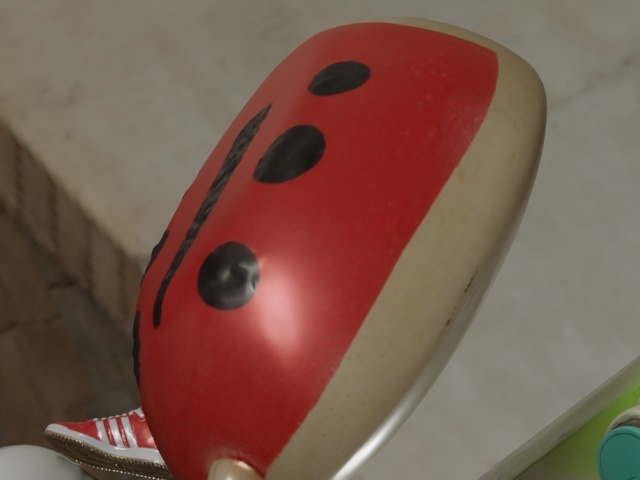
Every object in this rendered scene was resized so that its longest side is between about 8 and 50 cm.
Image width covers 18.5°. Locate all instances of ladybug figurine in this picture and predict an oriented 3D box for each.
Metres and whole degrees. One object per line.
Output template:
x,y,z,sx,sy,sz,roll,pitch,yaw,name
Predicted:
0.000,0.000,1.313,0.162,0.305,0.449,40,40,-14,ladybug figurine

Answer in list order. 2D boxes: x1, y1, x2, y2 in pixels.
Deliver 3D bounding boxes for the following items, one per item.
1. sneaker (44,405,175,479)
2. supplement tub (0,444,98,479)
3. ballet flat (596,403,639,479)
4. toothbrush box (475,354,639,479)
-0.148,0.141,1.504,0.042,0.118,0.067,75,31,-58,sneaker
-0.116,0.234,0.866,0.316,0.228,0.228,37,19,-6,supplement tub
0.143,0.138,0.698,0.052,0.057,0.168,-3,79,-38,ballet flat
0.243,0.217,1.460,0.206,0.283,0.122,49,31,1,toothbrush box
